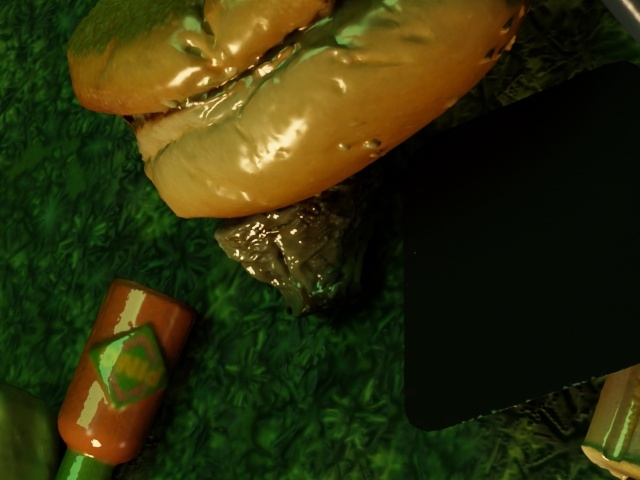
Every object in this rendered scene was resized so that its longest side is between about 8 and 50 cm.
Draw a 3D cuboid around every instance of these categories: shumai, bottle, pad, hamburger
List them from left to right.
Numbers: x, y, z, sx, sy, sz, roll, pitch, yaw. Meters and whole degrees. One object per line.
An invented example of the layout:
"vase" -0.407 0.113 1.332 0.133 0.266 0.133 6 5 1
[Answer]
"bottle" -0.147 0.122 1.169 0.069 0.069 0.187 14 82 45
"shumai" 0.000 0.000 1.091 0.123 0.087 0.099 -28 6 -18
"hamburger" 0.003 -0.146 1.037 0.314 0.170 0.290 -28 19 28
"pad" 0.067 0.040 1.015 0.323 0.055 0.250 -39 31 34

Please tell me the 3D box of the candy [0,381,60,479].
"candy" -0.283 0.262 1.176 0.142 0.132 0.344 -4 68 49

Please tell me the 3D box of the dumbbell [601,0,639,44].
"dumbbell" 0.275 -0.236 0.910 0.316 0.143 0.156 -36 49 22

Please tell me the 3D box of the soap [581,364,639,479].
"soap" 0.224 0.017 0.909 0.092 0.037 0.252 13 79 46
